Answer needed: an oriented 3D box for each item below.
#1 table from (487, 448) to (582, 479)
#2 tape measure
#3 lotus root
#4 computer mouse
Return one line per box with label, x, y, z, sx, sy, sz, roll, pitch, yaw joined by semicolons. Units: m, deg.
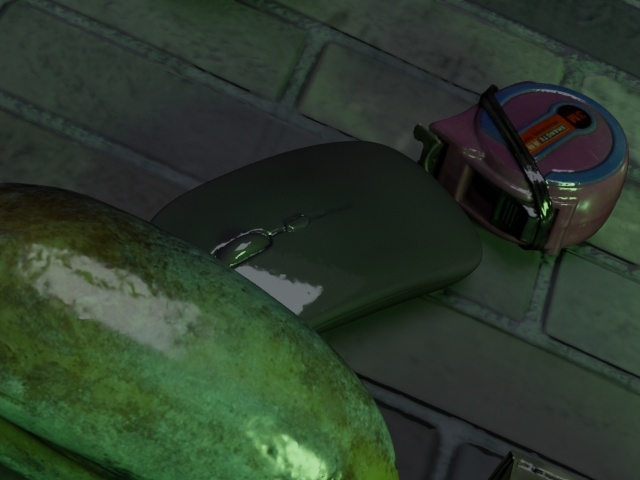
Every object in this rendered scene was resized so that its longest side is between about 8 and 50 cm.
table;0.119;0.175;1.052;0.079;0.062;0.083;24;43;-3
tape measure;0.138;-0.052;1.277;0.118;0.074;0.125;-29;60;-36
lotus root;-0.063;0.078;0.993;0.322;0.158;0.140;28;61;-7
computer mouse;0.001;-0.001;1.172;0.232;0.057;0.120;-17;57;-37
